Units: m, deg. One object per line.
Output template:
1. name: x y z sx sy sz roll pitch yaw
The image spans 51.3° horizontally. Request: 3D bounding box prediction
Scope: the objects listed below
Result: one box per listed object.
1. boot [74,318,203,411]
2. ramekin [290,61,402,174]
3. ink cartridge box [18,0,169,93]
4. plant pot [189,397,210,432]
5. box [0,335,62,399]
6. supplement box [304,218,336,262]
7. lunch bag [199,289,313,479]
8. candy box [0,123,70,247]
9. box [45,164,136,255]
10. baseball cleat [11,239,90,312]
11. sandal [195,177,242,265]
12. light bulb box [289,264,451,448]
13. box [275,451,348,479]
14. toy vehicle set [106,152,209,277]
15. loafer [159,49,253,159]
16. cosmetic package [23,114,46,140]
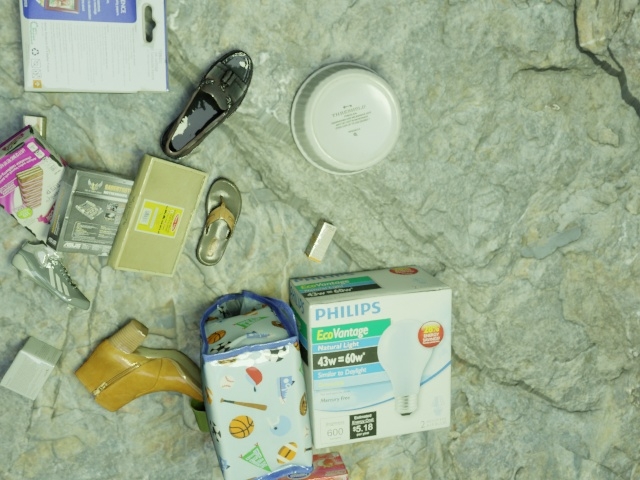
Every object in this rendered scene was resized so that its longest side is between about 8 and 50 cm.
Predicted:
1. boot: -0.430 0.351 1.635 0.295 0.104 0.211 43 96 -11
2. ramekin: 0.069 -0.285 1.581 0.273 0.127 0.272 -2 102 -11
3. ink cartridge box: -0.493 -0.476 1.463 0.308 0.072 0.303 -1 101 -13
4. plant pot: -0.287 0.439 1.690 0.083 0.083 0.079 -4 114 -10
5. box: -0.676 0.298 1.564 0.087 0.101 0.102 32 94 -15
6. supplement box: 0.000 0.000 1.659 0.036 0.062 0.098 23 97 -14
7. lunch bag: -0.154 0.315 1.525 0.239 0.385 0.327 -8 102 -13
8. candy box: -0.615 -0.114 1.461 0.159 0.071 0.233 -36 133 -2
9. box: -0.475 -0.058 1.496 0.231 0.056 0.183 8 102 -48
10. baseball cleat: -0.607 0.077 1.550 0.206 0.072 0.109 37 86 -20
11. sandal: -0.247 -0.039 1.603 0.090 0.060 0.219 18 97 -14
12. light bulb box: 0.120 0.274 1.649 0.358 0.225 0.360 -6 103 -14
13. box: -0.060 0.654 1.749 0.257 0.122 0.128 -4 101 -11
14. toy vehicle set: -0.371 -0.052 1.536 0.166 0.035 0.266 16 96 -50
15. loafer: -0.254 -0.306 1.528 0.109 0.095 0.302 39 92 -16
16. cosmetic package: -0.638 -0.220 1.488 0.041 0.060 0.115 4 102 -13
